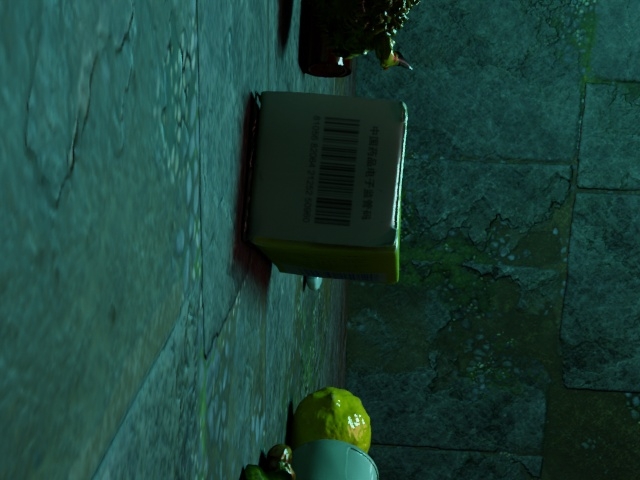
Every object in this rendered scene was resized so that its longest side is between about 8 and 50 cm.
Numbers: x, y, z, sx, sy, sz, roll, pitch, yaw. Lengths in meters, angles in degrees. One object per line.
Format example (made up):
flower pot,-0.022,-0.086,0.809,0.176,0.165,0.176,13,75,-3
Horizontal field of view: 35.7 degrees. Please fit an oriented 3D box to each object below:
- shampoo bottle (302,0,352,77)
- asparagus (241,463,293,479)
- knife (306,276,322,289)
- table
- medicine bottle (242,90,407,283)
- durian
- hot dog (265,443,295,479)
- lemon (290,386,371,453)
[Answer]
shampoo bottle,0.015,-0.346,1.276,0.102,0.064,0.260,-1,94,-86
asparagus,-0.040,0.320,0.831,0.080,0.080,0.287,85,2,-61
knife,0.000,0.000,1.550,0.222,0.031,0.064,-82,170,-53
table,0.004,0.363,1.211,0.220,0.126,0.126,-79,171,-56
medicine bottle,0.012,-0.040,0.951,0.250,0.141,0.137,69,27,-81
durian,0.037,-0.298,1.047,0.137,0.193,0.237,17,57,-43
hot dog,-0.046,0.253,1.083,0.122,0.037,0.049,97,-13,-63
lemon,0.013,0.271,1.366,0.114,0.114,0.155,-82,178,-53
